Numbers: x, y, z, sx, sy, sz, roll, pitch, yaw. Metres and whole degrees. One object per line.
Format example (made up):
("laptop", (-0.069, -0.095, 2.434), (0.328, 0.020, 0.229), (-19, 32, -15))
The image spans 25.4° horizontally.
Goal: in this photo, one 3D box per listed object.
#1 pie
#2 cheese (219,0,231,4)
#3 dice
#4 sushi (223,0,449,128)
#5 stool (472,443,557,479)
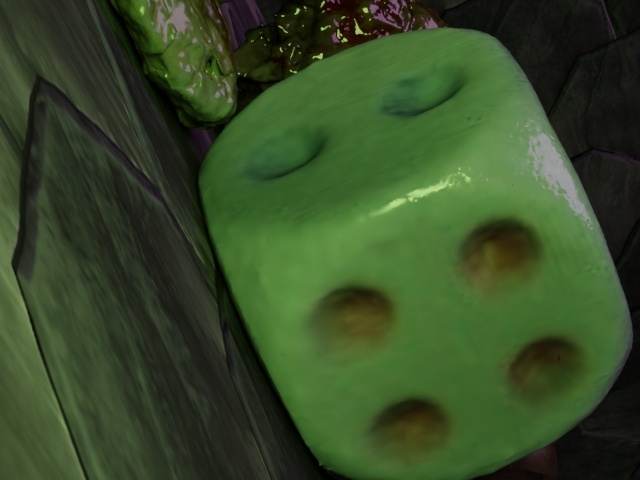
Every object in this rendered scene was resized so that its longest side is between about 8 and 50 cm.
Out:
("pie", (-0.143, -0.237, 1.152), (0.306, 0.071, 0.306), (64, 4, -9))
("cheese", (-0.103, -0.326, 1.315), (0.218, 0.117, 0.235), (35, -37, 33))
("dice", (0.073, 0.011, 1.113), (0.264, 0.263, 0.268), (-108, 172, -59))
("sushi", (0.027, -0.153, 1.424), (0.225, 0.238, 0.218), (31, -34, -2))
("stool", (0.182, 0.270, 1.574), (0.264, 0.179, 0.179), (-108, 172, -54))
